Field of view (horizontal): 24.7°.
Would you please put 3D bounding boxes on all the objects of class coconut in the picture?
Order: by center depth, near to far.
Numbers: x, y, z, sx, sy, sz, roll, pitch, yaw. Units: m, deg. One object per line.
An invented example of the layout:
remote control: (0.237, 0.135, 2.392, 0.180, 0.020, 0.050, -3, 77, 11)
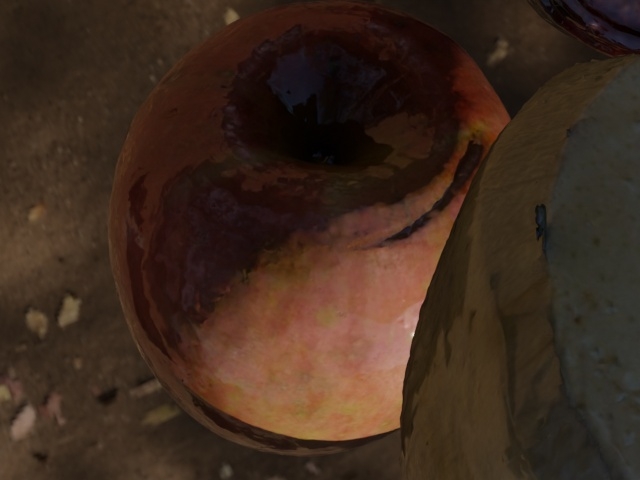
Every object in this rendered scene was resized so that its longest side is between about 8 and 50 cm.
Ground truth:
coconut: (0.229, 0.114, 0.820, 0.404, 0.404, 0.405, -11, 123, -18)

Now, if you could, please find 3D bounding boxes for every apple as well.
apple: (0.000, 0.000, 1.222, 0.363, 0.364, 0.364, -11, 123, -18)

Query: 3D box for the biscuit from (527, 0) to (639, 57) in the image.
biscuit: (0.351, -0.375, 1.426, 0.407, 0.091, 0.408, -5, 107, -17)
